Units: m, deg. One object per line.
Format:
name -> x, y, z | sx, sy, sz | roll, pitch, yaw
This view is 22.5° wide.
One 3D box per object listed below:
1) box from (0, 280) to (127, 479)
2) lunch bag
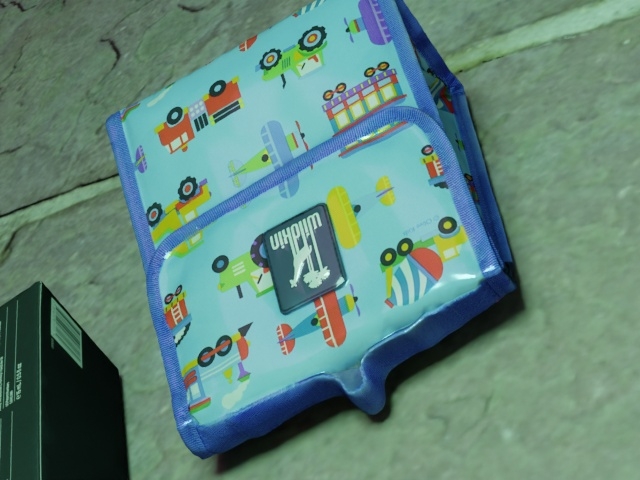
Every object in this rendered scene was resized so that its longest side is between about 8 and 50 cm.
box -> -0.220, 0.170, 1.013 | 0.184, 0.103, 0.261 | -30, 31, 9
lunch bag -> 0.000, 0.000, 1.025 | 0.221, 0.138, 0.293 | -28, 43, 13
